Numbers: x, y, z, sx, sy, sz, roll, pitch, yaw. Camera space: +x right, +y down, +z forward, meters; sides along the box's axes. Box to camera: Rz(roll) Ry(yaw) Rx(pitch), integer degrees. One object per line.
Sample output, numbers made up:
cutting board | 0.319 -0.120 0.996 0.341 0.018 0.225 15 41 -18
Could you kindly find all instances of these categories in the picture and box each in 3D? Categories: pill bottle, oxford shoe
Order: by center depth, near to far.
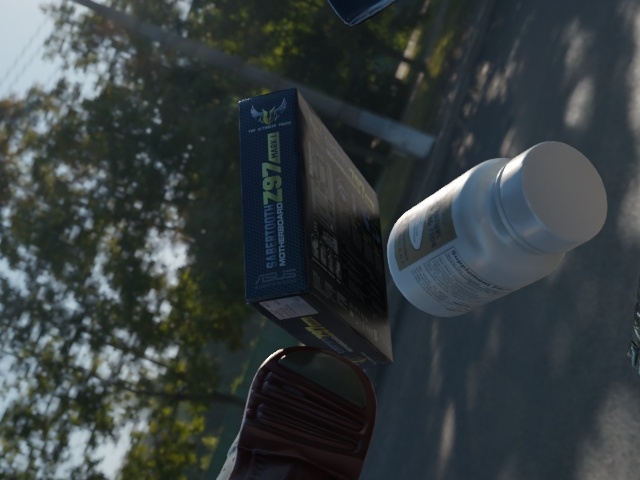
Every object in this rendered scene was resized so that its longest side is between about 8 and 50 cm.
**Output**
oxford shoe | -0.042 0.228 0.671 0.348 0.123 0.130 -60 -10 -52
pill bottle | 0.177 -0.011 1.021 0.229 0.131 0.131 -36 29 57

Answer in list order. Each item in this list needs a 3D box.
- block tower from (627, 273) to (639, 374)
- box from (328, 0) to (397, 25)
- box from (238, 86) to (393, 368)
block tower | 0.321 -0.052 0.789 0.091 0.097 0.335 -59 -27 -80
box | 0.041 -0.340 0.490 0.179 0.343 0.312 -24 19 43
box | 0.000 0.000 0.887 0.232 0.059 0.183 46 -143 -61
